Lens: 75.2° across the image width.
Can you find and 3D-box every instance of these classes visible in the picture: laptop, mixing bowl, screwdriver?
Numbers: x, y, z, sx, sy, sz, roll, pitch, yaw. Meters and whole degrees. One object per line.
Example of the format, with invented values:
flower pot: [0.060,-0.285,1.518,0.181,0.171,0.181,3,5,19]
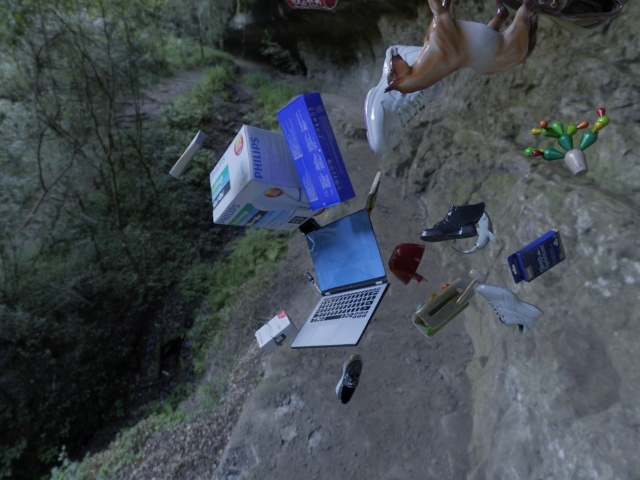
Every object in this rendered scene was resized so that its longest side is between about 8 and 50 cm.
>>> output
laptop: [0.027,0.148,1.485,0.236,0.381,0.408,47,55,-16]
mixing bowl: [0.333,0.078,1.660,0.098,0.182,0.181,26,31,4]
screwdriver: [-0.024,0.194,1.788,0.025,0.024,0.170,0,34,-29]

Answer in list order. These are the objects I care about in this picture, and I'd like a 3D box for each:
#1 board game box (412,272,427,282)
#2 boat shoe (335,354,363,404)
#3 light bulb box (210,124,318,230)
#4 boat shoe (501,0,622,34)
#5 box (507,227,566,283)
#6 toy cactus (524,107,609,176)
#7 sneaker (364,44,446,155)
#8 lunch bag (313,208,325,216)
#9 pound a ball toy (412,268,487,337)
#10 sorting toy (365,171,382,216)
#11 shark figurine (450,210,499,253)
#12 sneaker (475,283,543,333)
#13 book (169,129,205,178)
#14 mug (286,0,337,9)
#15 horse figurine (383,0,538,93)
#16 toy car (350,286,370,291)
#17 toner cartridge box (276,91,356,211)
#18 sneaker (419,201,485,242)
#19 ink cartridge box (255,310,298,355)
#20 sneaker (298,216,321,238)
board game box: [0.410,0.164,1.878,0.133,0.033,0.168,32,-6,-4]
boat shoe: [0.117,0.549,1.624,0.080,0.229,0.076,11,28,-21]
light bulb box: [-0.187,-0.216,1.591,0.360,0.357,0.226,5,65,-34]
boat shoe: [0.582,-0.618,1.030,0.341,0.124,0.123,19,9,-10]
box: [0.834,0.068,1.601,0.225,0.137,0.036,-30,22,-6]
toy cactus: [0.692,-0.266,1.149,0.218,0.112,0.181,-18,62,19]
sneaker: [0.194,-0.330,0.946,0.152,0.114,0.306,10,71,30]
lunch bag: [-0.122,-0.241,2.015,0.257,0.294,0.120,-17,27,-9]
pound a ball toy: [0.557,0.255,1.823,0.319,0.208,0.136,-35,61,-17]
sorting toy: [0.220,-0.169,1.800,0.038,0.208,0.193,19,41,6]
shark figurine: [0.729,-0.006,1.884,0.116,0.278,0.166,-24,60,-34]
sneaker: [0.759,0.274,1.694,0.296,0.130,0.111,31,-3,0]
book: [-0.423,-0.278,1.329,0.035,0.144,0.096,32,29,-25]
mug: [-0.026,-0.892,1.461,0.169,0.151,0.113,26,33,29]
horse figurine: [0.213,-0.292,0.574,0.262,0.175,0.066,-4,6,-19]
toy car: [0.183,0.205,2.195,0.148,0.155,0.188,-10,-24,31]
toner cartridge box: [-0.017,-0.280,1.349,0.075,0.348,0.165,-25,8,-34]
sneaker: [0.336,-0.049,1.061,0.170,0.051,0.089,-5,68,10]
ink cartridge box: [-0.177,0.370,1.670,0.150,0.063,0.109,-39,29,-2]
sneaker: [-0.001,0.000,1.860,0.293,0.102,0.146,42,7,7]
